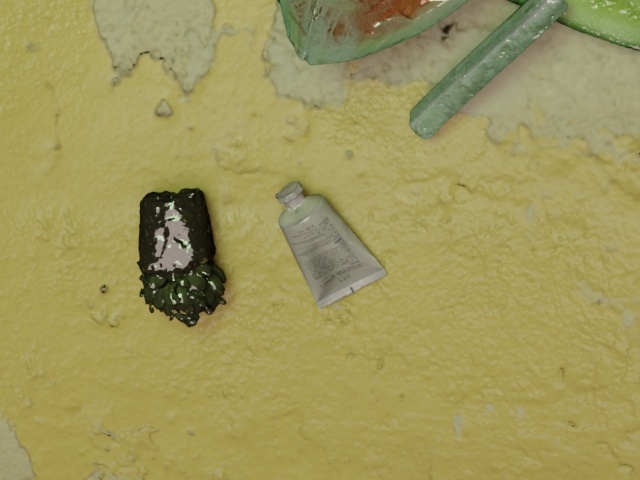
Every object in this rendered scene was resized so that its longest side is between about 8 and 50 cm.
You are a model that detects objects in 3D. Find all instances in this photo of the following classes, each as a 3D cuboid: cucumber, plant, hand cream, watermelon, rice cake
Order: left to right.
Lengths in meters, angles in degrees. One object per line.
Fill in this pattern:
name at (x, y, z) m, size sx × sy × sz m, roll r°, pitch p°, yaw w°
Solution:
plant at (-0.148, 0.018, 1.461) m, size 0.092 × 0.094 × 0.143 m, roll -7°, pitch 101°, yaw -3°
hand cream at (0.000, 0.000, 1.466) m, size 0.084 × 0.053 × 0.142 m, roll -27°, pitch 117°, yaw 14°
watermelon at (0.054, -0.313, 1.292) m, size 0.224 × 0.180 × 0.305 m, roll 24°, pitch 110°, yaw 14°
rice cake at (0.161, -0.174, 1.370) m, size 0.033 × 0.033 × 0.207 m, roll 33°, pitch 124°, yaw -22°
cucumber at (0.297, -0.246, 1.341) m, size 0.244 × 0.063 × 0.115 m, roll 26°, pitch 127°, yaw -1°
